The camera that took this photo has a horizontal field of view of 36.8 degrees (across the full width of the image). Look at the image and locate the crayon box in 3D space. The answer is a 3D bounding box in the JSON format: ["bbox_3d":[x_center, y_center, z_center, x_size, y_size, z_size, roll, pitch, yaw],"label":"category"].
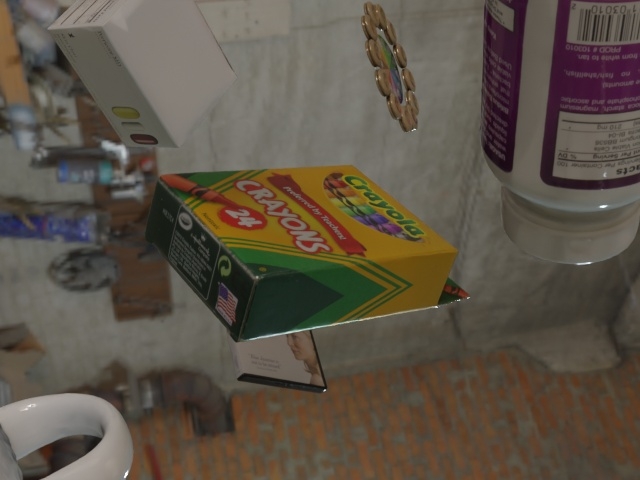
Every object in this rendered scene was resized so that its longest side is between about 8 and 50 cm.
[{"bbox_3d":[0.000,0.000,1.041,0.202,0.318,0.081,42,-55,40],"label":"crayon box"}]

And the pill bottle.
[{"bbox_3d":[0.218,-0.132,0.797,0.169,0.169,0.301,-110,-169,-49],"label":"pill bottle"}]

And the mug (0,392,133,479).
[{"bbox_3d":[-0.346,0.230,0.830,0.328,0.374,0.276,13,-61,61],"label":"mug"}]

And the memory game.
[{"bbox_3d":[0.096,-0.233,1.290,0.186,0.012,0.186,-16,90,-70],"label":"memory game"}]

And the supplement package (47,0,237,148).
[{"bbox_3d":[-0.302,-0.323,1.677,0.204,0.145,0.262,-56,134,-32],"label":"supplement package"}]

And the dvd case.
[{"bbox_3d":[-0.088,0.136,1.631,0.022,0.180,0.253,-44,-133,33],"label":"dvd case"}]
